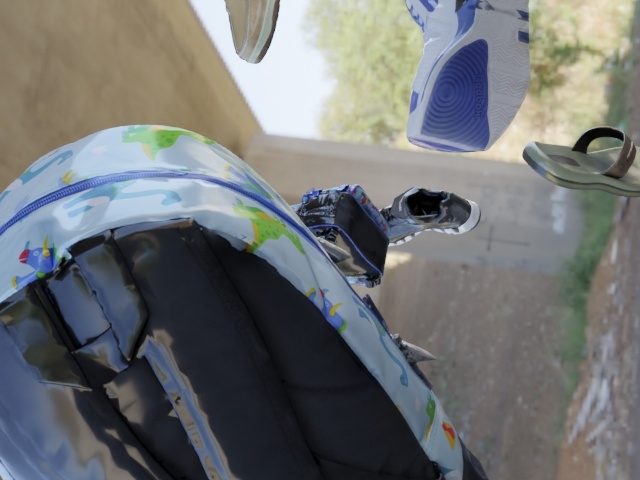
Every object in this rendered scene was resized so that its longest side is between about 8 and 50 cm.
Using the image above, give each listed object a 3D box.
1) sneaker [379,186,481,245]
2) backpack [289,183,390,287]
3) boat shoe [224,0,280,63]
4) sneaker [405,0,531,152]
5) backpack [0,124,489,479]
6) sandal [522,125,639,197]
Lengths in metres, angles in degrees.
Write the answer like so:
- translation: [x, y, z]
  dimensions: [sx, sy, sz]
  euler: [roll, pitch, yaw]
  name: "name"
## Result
- translation: [0.154, -0.049, 1.824]
  dimensions: [0.106, 0.234, 0.078]
  euler: [36, -125, -46]
  name: "sneaker"
- translation: [0.000, 0.000, 1.587]
  dimensions: [0.158, 0.173, 0.117]
  euler: [47, -134, -38]
  name: "backpack"
- translation: [-0.086, -0.268, 1.094]
  dimensions: [0.068, 0.072, 0.190]
  euler: [-44, 40, 47]
  name: "boat shoe"
- translation: [0.178, -0.259, 1.310]
  dimensions: [0.182, 0.127, 0.315]
  euler: [-174, 100, -72]
  name: "sneaker"
- translation: [-0.082, 0.097, 0.694]
  dimensions: [0.355, 0.290, 0.273]
  euler: [51, -164, -44]
  name: "backpack"
- translation: [0.442, -0.132, 1.637]
  dimensions: [0.303, 0.120, 0.086]
  euler: [-1, -58, -42]
  name: "sandal"
